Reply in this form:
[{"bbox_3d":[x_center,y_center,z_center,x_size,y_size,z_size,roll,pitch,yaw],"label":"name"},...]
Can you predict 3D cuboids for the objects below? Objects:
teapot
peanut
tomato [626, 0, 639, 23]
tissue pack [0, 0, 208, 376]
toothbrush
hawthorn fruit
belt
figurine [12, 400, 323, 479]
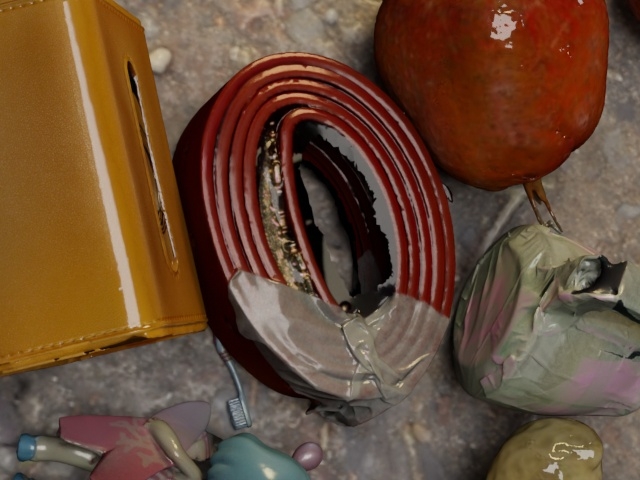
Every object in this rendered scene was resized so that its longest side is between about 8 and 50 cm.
[{"bbox_3d":[0.239,0.066,1.139,0.178,0.221,0.163,19,43,-18],"label":"teapot"},{"bbox_3d":[0.164,0.269,1.122,0.124,0.123,0.256,26,91,-12],"label":"peanut"},{"bbox_3d":[0.370,-0.271,1.257,0.167,0.167,0.167,2,82,-17],"label":"tomato"},{"bbox_3d":[-0.198,-0.044,1.007,0.145,0.194,0.274,-14,87,9],"label":"tissue pack"},{"bbox_3d":[-0.097,0.076,1.136,0.019,0.013,0.193,-17,89,-10],"label":"toothbrush"},{"bbox_3d":[0.164,-0.137,1.153,0.211,0.211,0.299,-21,103,-18],"label":"hawthorn fruit"},{"bbox_3d":[0.000,0.000,1.118,0.227,0.115,0.323,-21,89,-21],"label":"belt"},{"bbox_3d":[-0.133,0.229,1.060,0.260,0.103,0.205,10,78,-6],"label":"figurine"}]
